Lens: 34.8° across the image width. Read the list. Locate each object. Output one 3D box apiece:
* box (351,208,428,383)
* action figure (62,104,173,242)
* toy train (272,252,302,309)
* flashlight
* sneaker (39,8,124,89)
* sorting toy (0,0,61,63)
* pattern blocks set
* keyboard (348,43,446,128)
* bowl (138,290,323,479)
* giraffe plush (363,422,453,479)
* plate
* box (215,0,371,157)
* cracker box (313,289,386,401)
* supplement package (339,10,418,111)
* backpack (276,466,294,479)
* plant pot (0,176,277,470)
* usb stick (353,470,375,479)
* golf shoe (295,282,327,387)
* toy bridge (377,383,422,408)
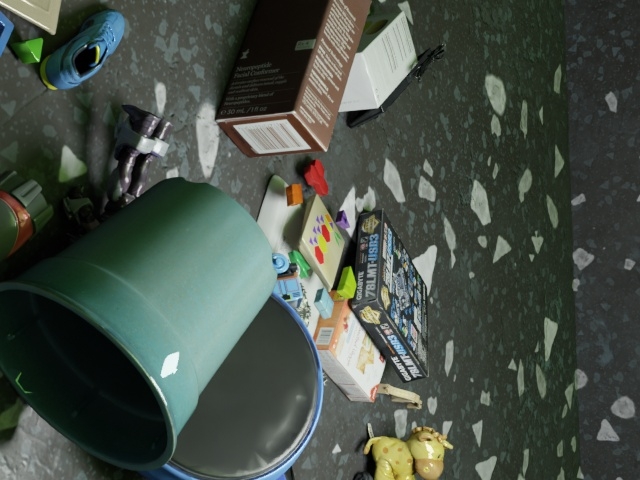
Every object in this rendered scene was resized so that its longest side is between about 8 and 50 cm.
[{"bbox_3d":[0.168,0.128,2.370,0.293,0.073,0.295,55,27,-38],"label":"box"},{"bbox_3d":[-0.322,-0.072,1.663,0.185,0.099,0.284,26,81,-61],"label":"action figure"},{"bbox_3d":[-0.123,0.089,1.901,0.080,0.184,0.105,107,-29,-63],"label":"toy train"},{"bbox_3d":[-0.494,0.026,1.386,0.103,0.103,0.304,47,46,-10],"label":"flashlight"},{"bbox_3d":[-0.359,-0.308,1.631,0.209,0.082,0.069,-58,132,-43],"label":"sneaker"},{"bbox_3d":[-0.455,-0.426,1.521,0.196,0.047,0.347,28,65,-58],"label":"sorting toy"},{"bbox_3d":[0.000,0.000,2.109,0.285,0.026,0.325,64,24,-19],"label":"pattern blocks set"},{"bbox_3d":[0.196,-0.372,2.399,0.033,0.202,0.317,50,43,-11],"label":"keyboard"},{"bbox_3d":[-0.172,0.232,1.706,0.391,0.077,0.390,10,66,-24],"label":"bowl"},{"bbox_3d":[0.215,0.503,2.352,0.181,0.171,0.210,-19,90,-68],"label":"giraffe plush"},{"bbox_3d":[-0.051,0.046,2.126,0.278,0.045,0.277,46,52,-46],"label":"plate"},{"bbox_3d":[-0.047,-0.360,2.019,0.143,0.191,0.381,47,50,-46],"label":"box"},{"bbox_3d":[0.067,0.238,2.278,0.232,0.067,0.155,53,45,-43],"label":"cracker box"},{"bbox_3d":[0.102,-0.405,2.302,0.244,0.139,0.133,-52,131,-47],"label":"supplement package"},{"bbox_3d":[-0.104,0.445,1.973,0.120,0.101,0.097,-98,176,-67],"label":"backpack"},{"bbox_3d":[-0.256,0.097,1.500,0.334,0.341,0.341,-49,129,-40],"label":"plant pot"},{"bbox_3d":[0.152,0.621,2.410,0.278,0.045,0.077,46,50,-47],"label":"usb stick"},{"bbox_3d":[-0.078,0.187,2.019,0.105,0.120,0.272,-18,102,-30],"label":"golf shoe"},{"bbox_3d":[0.204,0.382,2.488,0.188,0.063,0.026,34,61,-52],"label":"toy bridge"}]
